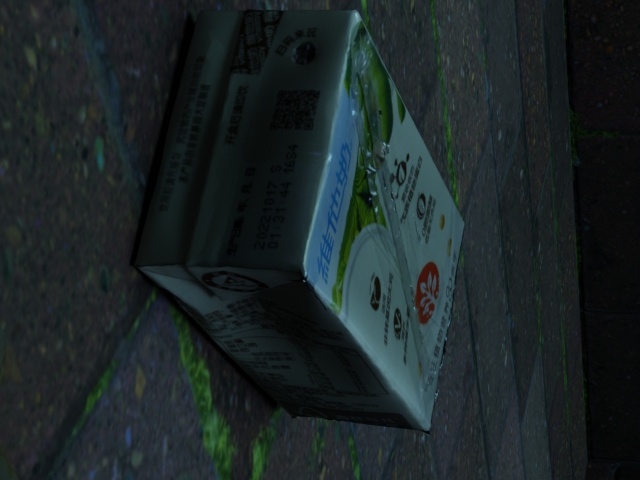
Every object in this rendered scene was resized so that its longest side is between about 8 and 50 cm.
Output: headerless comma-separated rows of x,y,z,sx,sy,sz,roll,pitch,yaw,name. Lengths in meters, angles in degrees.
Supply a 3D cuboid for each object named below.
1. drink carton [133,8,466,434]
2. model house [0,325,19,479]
0.000,0.000,0.952,0.324,0.132,0.194,55,42,-59,drink carton
-0.178,0.137,0.381,0.220,0.199,0.229,-29,169,-35,model house
